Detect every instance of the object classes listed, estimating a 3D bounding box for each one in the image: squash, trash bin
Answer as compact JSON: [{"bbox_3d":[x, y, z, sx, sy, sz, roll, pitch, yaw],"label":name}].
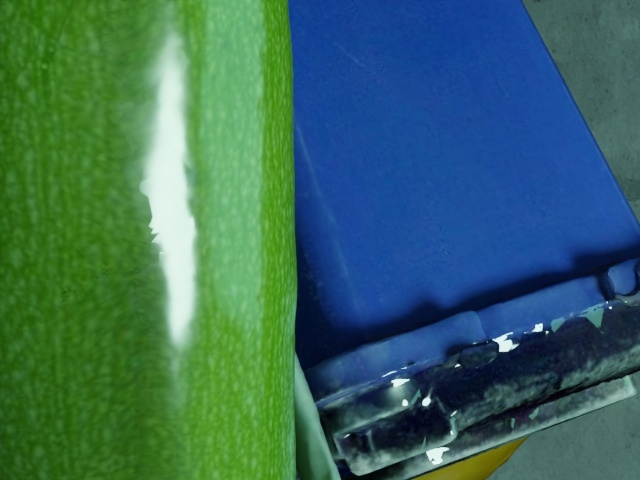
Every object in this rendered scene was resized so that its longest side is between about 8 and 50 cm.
[{"bbox_3d":[-0.057,0.036,0.381,0.107,0.107,0.395,-111,-159,-72],"label":"squash"},{"bbox_3d":[0.024,-0.032,0.560,0.162,0.184,0.234,-39,-111,59],"label":"trash bin"}]

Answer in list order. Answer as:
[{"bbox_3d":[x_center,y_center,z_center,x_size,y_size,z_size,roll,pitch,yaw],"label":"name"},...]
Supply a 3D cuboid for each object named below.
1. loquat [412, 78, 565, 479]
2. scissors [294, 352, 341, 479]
[{"bbox_3d":[0.000,0.000,0.797,0.328,0.329,0.328,178,-90,-84],"label":"loquat"},{"bbox_3d":[-0.051,-0.074,0.474,0.256,0.029,0.383,139,-62,-63],"label":"scissors"}]
